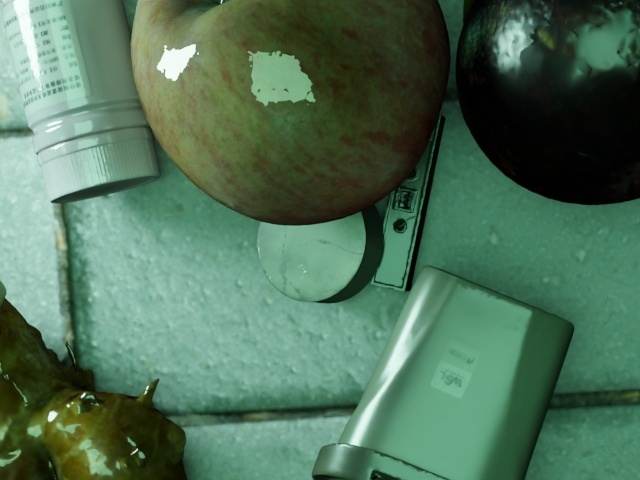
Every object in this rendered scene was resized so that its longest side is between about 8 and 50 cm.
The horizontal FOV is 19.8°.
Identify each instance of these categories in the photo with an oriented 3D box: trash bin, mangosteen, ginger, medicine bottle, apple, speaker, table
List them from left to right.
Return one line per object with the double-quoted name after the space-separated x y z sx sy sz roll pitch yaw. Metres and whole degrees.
-0.299 0.182 1.950 0.254 0.176 0.418 -35 89 5 "ginger"
-0.258 -0.174 1.964 0.133 0.133 0.249 -16 87 10 "medicine bottle"
-0.040 -0.186 1.817 0.269 0.345 0.344 23 95 -31 "apple"
0.000 0.000 1.939 0.133 0.043 0.133 -4 83 31 "table"
0.093 -0.042 1.943 0.040 0.046 0.191 12 92 9 "speaker"
0.138 0.172 1.859 0.220 0.219 0.250 22 87 8 "trash bin"
0.267 -0.209 1.788 0.306 0.306 0.359 -26 72 9 "mangosteen"
